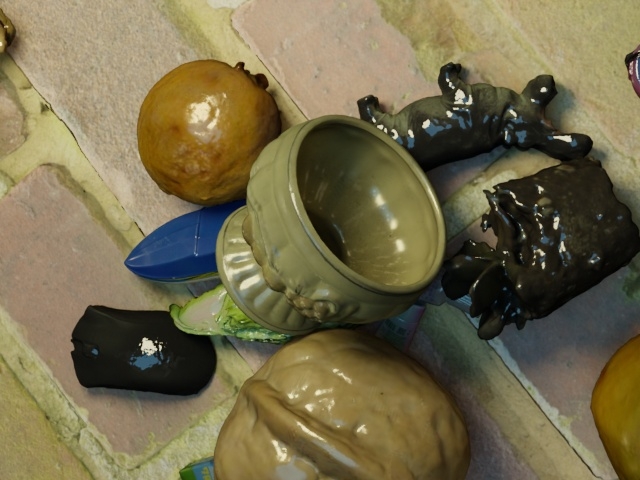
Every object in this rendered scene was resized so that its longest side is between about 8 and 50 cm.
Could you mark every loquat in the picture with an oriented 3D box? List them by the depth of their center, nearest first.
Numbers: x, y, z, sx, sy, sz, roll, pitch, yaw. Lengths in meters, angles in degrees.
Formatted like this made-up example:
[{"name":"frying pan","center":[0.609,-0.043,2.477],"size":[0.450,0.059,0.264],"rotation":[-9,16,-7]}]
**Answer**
[{"name":"loquat","center":[0.512,0.246,1.528],"size":[0.276,0.284,0.276],"rotation":[4,104,16]},{"name":"loquat","center":[-0.172,-0.165,1.719],"size":[0.238,0.193,0.238],"rotation":[0,91,21]}]

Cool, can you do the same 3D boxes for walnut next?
[{"name":"walnut","center":[0.033,0.319,1.650],"size":[0.381,0.381,0.381],"rotation":[2,97,16]}]

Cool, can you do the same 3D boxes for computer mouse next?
[{"name":"computer mouse","center":[-0.312,0.188,1.863],"size":[0.264,0.088,0.147],"rotation":[4,95,18]}]

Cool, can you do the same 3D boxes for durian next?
[{"name":"durian","center":[-0.076,0.101,1.770],"size":[0.375,0.132,0.107],"rotation":[-1,122,17]}]

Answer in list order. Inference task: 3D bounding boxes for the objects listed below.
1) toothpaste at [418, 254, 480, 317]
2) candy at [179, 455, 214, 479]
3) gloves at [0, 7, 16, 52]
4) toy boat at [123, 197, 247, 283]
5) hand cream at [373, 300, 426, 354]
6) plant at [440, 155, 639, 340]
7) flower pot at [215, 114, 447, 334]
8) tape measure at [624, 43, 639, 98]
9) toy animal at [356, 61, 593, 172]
[{"name":"toothpaste","center":[0.131,0.036,1.722],"size":[0.282,0.099,0.068],"rotation":[29,138,14]},{"name":"candy","center":[-0.129,0.394,1.844],"size":[0.194,0.062,0.097],"rotation":[-19,92,17]},{"name":"gloves","center":[-0.652,-0.373,1.851],"size":[0.356,0.155,0.203],"rotation":[24,96,28]},{"name":"toy boat","center":[-0.189,0.008,1.796],"size":[0.295,0.088,0.129],"rotation":[-13,52,20]},{"name":"hand cream","center":[0.110,0.162,1.760],"size":[0.076,0.047,0.174],"rotation":[29,113,10]},{"name":"plant","center":[0.302,0.008,1.586],"size":[0.276,0.199,0.188],"rotation":[-31,76,0]},{"name":"flower pot","center":[0.000,0.000,1.572],"size":[0.244,0.307,0.307],"rotation":[-37,86,43]},{"name":"tape measure","center":[0.502,-0.246,1.577],"size":[0.125,0.074,0.118],"rotation":[-36,80,12]},{"name":"toy animal","center":[0.225,-0.183,1.650],"size":[0.343,0.106,0.168],"rotation":[-5,95,13]}]
